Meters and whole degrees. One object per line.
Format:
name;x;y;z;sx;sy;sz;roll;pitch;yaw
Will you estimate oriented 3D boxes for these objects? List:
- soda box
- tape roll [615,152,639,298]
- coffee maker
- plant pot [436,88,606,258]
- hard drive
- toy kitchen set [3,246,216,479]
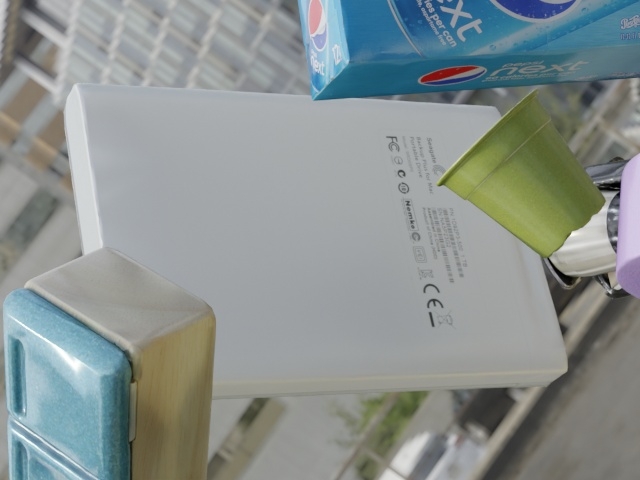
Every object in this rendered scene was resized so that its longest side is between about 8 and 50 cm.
soda box;0.099;-0.119;0.782;0.071;0.210;0.067;145;117;-72
tape roll;0.374;-0.004;1.199;0.275;0.275;0.090;124;155;-74
coffee maker;0.316;-0.038;1.466;0.178;0.120;0.171;-10;45;50
plant pot;0.126;-0.033;0.910;0.083;0.079;0.083;-42;-4;-4
hard drive;0.000;0.000;0.977;0.040;0.308;0.203;-48;48;54
toy kitchen set;-0.051;0.118;0.408;0.166;0.207;0.122;-26;-48;-43
